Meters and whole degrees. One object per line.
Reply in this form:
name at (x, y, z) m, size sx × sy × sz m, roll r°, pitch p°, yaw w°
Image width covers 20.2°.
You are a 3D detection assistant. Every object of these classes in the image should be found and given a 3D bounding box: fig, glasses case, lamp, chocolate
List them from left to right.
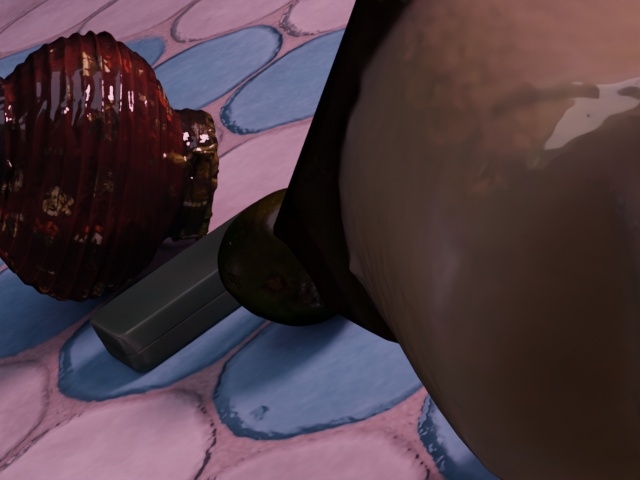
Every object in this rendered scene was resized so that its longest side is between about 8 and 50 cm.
lamp at (-0.205, -0.065, 1.576) m, size 0.247 × 0.247 × 0.247 m, roll -23°, pitch 24°, yaw 11°
glasses case at (-0.096, 0.035, 1.472) m, size 0.184 × 0.039 × 0.077 m, roll -35°, pitch 24°, yaw -18°
fig at (0.000, 0.000, 1.378) m, size 0.117 × 0.117 × 0.177 m, roll -15°, pitch 10°, yaw 27°
chocolate at (0.162, -0.011, 0.936) m, size 0.297 × 0.326 × 0.314 m, roll -93°, pitch 24°, yaw -67°
